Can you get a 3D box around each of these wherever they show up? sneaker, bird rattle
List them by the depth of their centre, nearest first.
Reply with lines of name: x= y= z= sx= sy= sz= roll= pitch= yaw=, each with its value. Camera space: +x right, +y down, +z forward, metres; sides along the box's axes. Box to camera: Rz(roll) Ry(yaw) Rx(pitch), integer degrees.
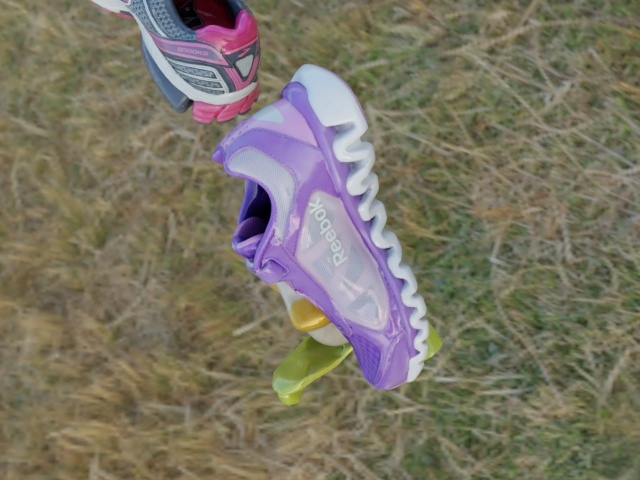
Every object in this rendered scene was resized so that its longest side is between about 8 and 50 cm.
sneaker: x=-0.003 y=0.006 z=0.806 sx=0.095 sy=0.104 sz=0.236 roll=33 pitch=147 yaw=61
bird rattle: x=0.000 y=0.000 z=0.979 sx=0.143 sy=0.207 sz=0.254 roll=-15 pitch=78 yaw=12
sneaker: x=-0.144 y=-0.249 z=1.081 sx=0.299 sy=0.120 sz=0.112 roll=50 pitch=154 yaw=17
